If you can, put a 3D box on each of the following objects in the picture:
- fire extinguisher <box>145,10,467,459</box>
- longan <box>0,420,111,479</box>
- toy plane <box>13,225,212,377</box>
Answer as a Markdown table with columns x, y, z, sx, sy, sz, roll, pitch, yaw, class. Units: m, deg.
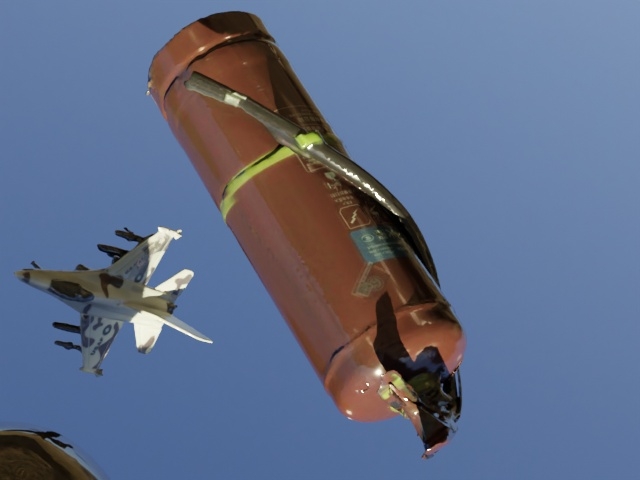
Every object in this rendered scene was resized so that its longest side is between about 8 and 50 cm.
| x | y | z | sx | sy | sz | roll | pitch | yaw | class |
| --- | --- | --- | --- | --- | --- | --- | --- | --- | --- |
| 0.000 | 0.000 | 1.047 | 0.341 | 0.105 | 0.141 | 57 | -163 | 26 | fire extinguisher |
| -0.253 | 0.256 | 1.255 | 0.215 | 0.246 | 0.246 | 31 | -152 | 16 | longan |
| -0.199 | 0.046 | 1.493 | 0.234 | 0.160 | 0.082 | 24 | -170 | -44 | toy plane |
